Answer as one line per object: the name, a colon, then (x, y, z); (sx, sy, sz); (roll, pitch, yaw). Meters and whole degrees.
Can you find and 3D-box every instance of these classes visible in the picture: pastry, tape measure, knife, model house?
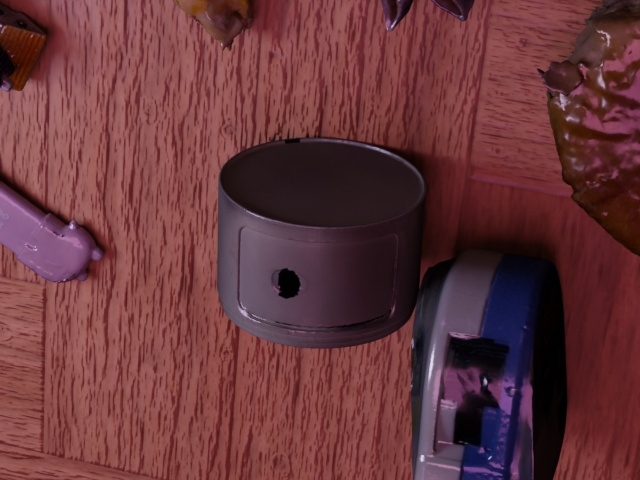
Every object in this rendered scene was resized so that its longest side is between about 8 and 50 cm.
pastry: (0.392, -0.120, 1.855); (0.329, 0.136, 0.330); (6, 116, 13)
tape measure: (0.184, 0.144, 1.974); (0.138, 0.259, 0.262); (1, 109, 14)
knife: (-0.439, -0.076, 2.173); (0.398, 0.038, 0.132); (37, 122, -6)
model house: (-0.373, -0.218, 2.046); (0.100, 0.101, 0.088); (32, 118, -3)

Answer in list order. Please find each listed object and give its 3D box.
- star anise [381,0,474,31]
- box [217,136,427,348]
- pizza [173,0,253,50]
star anise: (0.109, -0.322, 1.865); (0.262, 0.081, 0.230); (17, 112, 21)
box: (0.000, 0.000, 1.975); (0.226, 0.226, 0.149); (8, 118, 12)
pizza: (-0.150, -0.345, 1.936); (0.189, 0.071, 0.297); (1, 116, 15)
